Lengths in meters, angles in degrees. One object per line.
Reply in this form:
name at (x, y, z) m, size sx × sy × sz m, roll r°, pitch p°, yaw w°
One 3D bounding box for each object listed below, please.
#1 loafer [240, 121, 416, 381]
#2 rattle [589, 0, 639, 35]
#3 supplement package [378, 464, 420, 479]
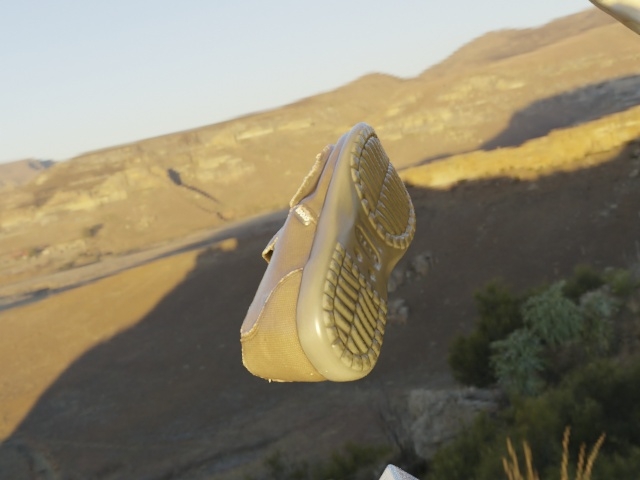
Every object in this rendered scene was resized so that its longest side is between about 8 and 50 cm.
loafer at (0.000, 0.000, 0.847) m, size 0.130 × 0.134 × 0.366 m, roll -20°, pitch 24°, yaw 26°
rattle at (0.342, -0.270, 0.867) m, size 0.130 × 0.199 × 0.143 m, roll -40°, pitch -16°, yaw -55°
supplement package at (0.100, 0.383, 0.904) m, size 0.149 × 0.194 × 0.203 m, roll 30°, pitch 0°, yaw -6°
